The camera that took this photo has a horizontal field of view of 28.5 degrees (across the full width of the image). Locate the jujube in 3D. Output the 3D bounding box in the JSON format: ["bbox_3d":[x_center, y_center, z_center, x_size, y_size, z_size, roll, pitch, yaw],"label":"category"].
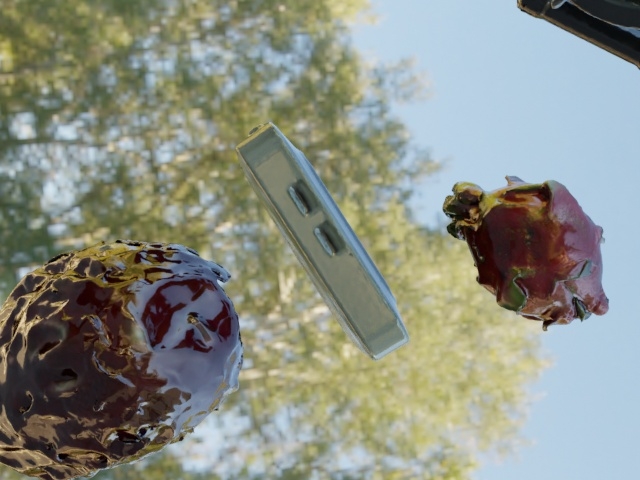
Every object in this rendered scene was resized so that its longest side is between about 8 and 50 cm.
[{"bbox_3d":[-0.229,0.123,1.299,0.376,0.258,0.259,-38,-120,58],"label":"jujube"}]

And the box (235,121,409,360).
[{"bbox_3d":[0.000,0.000,1.899,0.373,0.090,0.367,58,-4,-1],"label":"box"}]

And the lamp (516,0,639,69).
[{"bbox_3d":[0.271,-0.271,1.029,0.205,0.272,0.374,29,-51,8],"label":"lamp"}]

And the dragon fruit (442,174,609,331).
[{"bbox_3d":[0.281,0.014,1.744,0.269,0.198,0.200,13,-51,61],"label":"dragon fruit"}]
